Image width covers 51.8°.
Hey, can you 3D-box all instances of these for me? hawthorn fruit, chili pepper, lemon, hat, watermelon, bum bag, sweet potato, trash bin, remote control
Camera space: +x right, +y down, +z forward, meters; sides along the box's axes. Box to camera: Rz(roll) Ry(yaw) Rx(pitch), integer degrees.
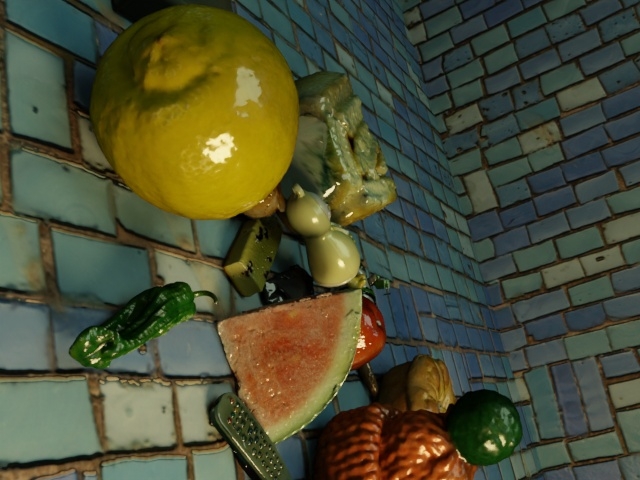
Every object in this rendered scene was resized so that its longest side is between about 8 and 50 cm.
[{"bbox_3d":[0.049,0.194,1.400,0.189,0.189,0.189,45,33,-41],"label":"hawthorn fruit"},{"bbox_3d":[-0.252,0.116,0.932,0.074,0.100,0.257,60,28,-5],"label":"chili pepper"},{"bbox_3d":[-0.190,-0.195,1.048,0.348,0.348,0.348,45,33,-41],"label":"lemon"},{"bbox_3d":[0.202,0.437,1.253,0.285,0.400,0.285,49,31,-44],"label":"hat"},{"bbox_3d":[-0.052,0.199,1.197,0.193,0.231,0.310,-5,120,-67],"label":"watermelon"},{"bbox_3d":[-0.061,0.102,1.396,0.087,0.049,0.197,64,25,1],"label":"bum bag"},{"bbox_3d":[0.106,0.284,1.601,0.050,0.050,0.214,5,70,-63],"label":"sweet potato"},{"bbox_3d":[-0.294,-0.487,1.312,0.240,0.122,0.164,13,60,-59],"label":"trash bin"},{"bbox_3d":[-0.112,0.350,1.101,0.222,0.042,0.072,59,26,-17],"label":"remote control"}]

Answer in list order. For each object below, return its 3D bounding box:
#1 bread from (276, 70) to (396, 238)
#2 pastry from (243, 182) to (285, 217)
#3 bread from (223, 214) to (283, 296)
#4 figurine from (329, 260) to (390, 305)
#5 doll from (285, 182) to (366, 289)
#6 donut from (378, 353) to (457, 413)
[{"bbox_3d":[-0.015,-0.214,1.514,0.264,0.239,0.395,-14,82,-66],"label":"bread"},{"bbox_3d":[-0.141,-0.156,1.318,0.229,0.100,0.218,-99,173,-62],"label":"pastry"},{"bbox_3d":[-0.129,0.013,1.328,0.088,0.049,0.226,55,27,-26],"label":"bread"},{"bbox_3d":[0.080,0.124,1.595,0.147,0.126,0.192,8,53,-16],"label":"figurine"},{"bbox_3d":[0.010,-0.007,1.385,0.141,0.117,0.296,48,-16,50],"label":"doll"},{"bbox_3d":[0.253,0.437,1.634,0.317,0.150,0.299,15,60,-65],"label":"donut"}]
